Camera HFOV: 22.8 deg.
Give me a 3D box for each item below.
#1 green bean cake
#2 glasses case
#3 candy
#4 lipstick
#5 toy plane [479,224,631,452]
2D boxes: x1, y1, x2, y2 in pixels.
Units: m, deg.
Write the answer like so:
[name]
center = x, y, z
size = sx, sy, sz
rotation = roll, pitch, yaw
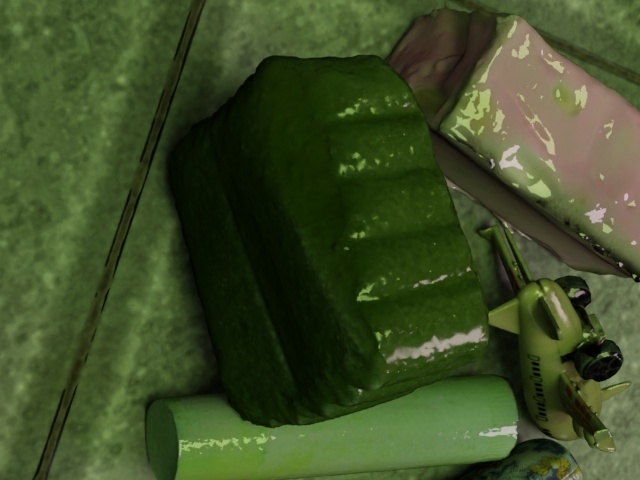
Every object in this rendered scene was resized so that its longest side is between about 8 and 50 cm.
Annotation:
[green bean cake]
center = 0.000, 0.000, 1.132
size = 0.125, 0.222, 0.248
rotation = -14, 82, -31
[glasses case]
center = 0.106, 0.245, 1.298
size = 0.248, 0.087, 0.065
rotation = -35, 104, -20
[candy]
center = 0.175, -0.070, 1.258
size = 0.265, 0.155, 0.116
rotation = 33, 86, -25
[lipstick]
center = 0.018, 0.149, 1.251
size = 0.304, 0.076, 0.076
rotation = -2, 97, -26
[toy plane]
center = 0.196, 0.096, 1.289
size = 0.092, 0.229, 0.244
rotation = -27, 141, 6
